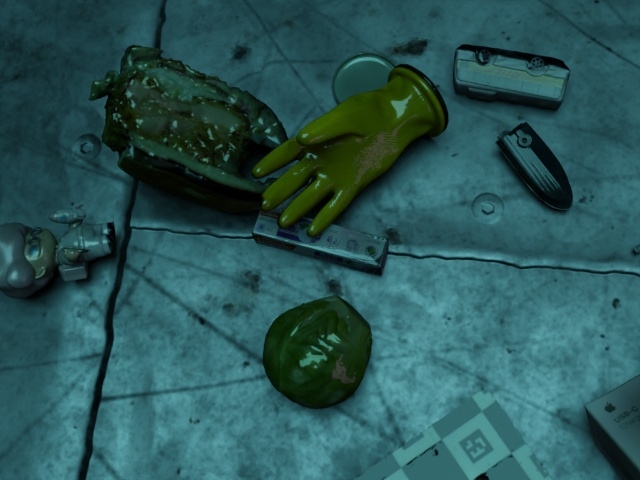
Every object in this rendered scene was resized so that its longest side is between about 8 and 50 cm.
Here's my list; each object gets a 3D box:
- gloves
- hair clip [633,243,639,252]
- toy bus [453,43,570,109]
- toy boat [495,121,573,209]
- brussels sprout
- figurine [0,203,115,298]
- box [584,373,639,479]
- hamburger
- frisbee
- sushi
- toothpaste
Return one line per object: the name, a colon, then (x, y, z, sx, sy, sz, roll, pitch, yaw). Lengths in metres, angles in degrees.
gloves: (0.036, -0.119, 1.186, 0.294, 0.116, 0.133, -38, 96, -17)
hair clip: (0.488, -0.015, 1.174, 0.115, 0.039, 0.030, -39, 67, -5)
toy bus: (0.282, -0.243, 1.260, 0.172, 0.057, 0.072, 11, 82, 9)
toy boat: (0.315, -0.102, 1.210, 0.055, 0.060, 0.141, -34, 79, -6)
brussels sprout: (-0.002, 0.149, 1.128, 0.155, 0.117, 0.155, -3, 76, 14)
figurine: (-0.409, 0.020, 1.219, 0.228, 0.112, 0.137, -13, 44, -5)
box: (0.474, 0.255, 0.995, 0.203, 0.106, 0.252, -30, 37, -2)
hamburger: (-0.199, -0.154, 1.218, 0.288, 0.192, 0.168, 22, 80, -21)
frisbee: (0.072, -0.241, 1.301, 0.110, 0.014, 0.110, -2, 71, 4)
sushi: (0.173, 0.431, 1.047, 0.343, 0.064, 0.359, -35, 73, -2)
toothpaste: (0.000, 0.000, 1.217, 0.196, 0.040, 0.047, 15, 70, 10)
